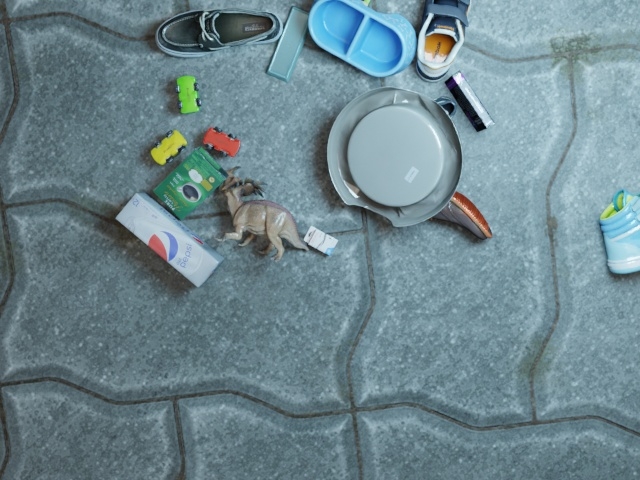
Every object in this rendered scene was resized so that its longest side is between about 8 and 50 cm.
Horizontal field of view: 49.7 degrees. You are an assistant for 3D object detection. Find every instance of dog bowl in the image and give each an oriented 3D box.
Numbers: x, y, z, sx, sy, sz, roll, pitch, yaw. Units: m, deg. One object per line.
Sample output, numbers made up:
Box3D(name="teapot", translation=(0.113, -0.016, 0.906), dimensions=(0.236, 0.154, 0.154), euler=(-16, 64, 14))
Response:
Box3D(name="dog bowl", translation=(0.100, -0.524, 1.756), dimensions=(0.297, 0.074, 0.166), euler=(29, 123, 0))
Box3D(name="dog bowl", translation=(0.195, -0.213, 1.736), dimensions=(0.348, 0.102, 0.349), euler=(7, 108, 23))

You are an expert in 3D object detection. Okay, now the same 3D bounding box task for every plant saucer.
Box3D(name="plant saucer", translation=(-0.081, -0.520, 1.827), dimensions=(0.067, 0.018, 0.192), euler=(22, 96, 0))

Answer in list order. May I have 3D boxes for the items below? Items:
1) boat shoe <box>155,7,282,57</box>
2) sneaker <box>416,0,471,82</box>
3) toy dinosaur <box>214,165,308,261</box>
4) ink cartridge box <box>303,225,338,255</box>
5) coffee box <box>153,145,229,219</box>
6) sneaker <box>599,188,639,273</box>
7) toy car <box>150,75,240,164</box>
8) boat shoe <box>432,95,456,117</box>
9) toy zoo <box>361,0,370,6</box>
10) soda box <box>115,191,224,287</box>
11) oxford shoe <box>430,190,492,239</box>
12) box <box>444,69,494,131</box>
Box3D(name="boat shoe", translation=(-0.268, -0.550, 1.778), dimensions=(0.335, 0.119, 0.121), euler=(-9, 95, 2))
Box3D(name="sneaker", translation=(0.319, -0.570, 1.758), dimensions=(0.126, 0.127, 0.321), euler=(8, 94, 2))
Box3D(name="toy dinosaur", translation=(-0.152, -0.067, 1.816), dimensions=(0.295, 0.127, 0.200), euler=(20, 91, -3))
Box3D(name="ink cartridge box", translation=(0.000, 0.000, 1.862), dimensions=(0.083, 0.028, 0.048), euler=(28, 95, 0))
Box3D(name="coffee box", translation=(-0.342, -0.150, 1.821), dimensions=(0.184, 0.040, 0.113), euler=(-40, 100, 24))
Box3D(name="sneaker", translation=(0.877, -0.058, 1.783), dimensions=(0.318, 0.127, 0.208), euler=(-21, 95, 3))
Box3D(name="toy car", translation=(-0.337, -0.321, 1.834), dimensions=(0.238, 0.053, 0.225), euler=(-7, 94, 2))
Box3D(name="boat shoe", translation=(0.243, -0.287, 1.804), dimensions=(0.254, 0.079, 0.095), euler=(-29, 101, 6))
Box3D(name="toy zoo", translation=(0.099, -0.773, 1.793), dimensions=(0.192, 0.030, 0.293), euler=(26, 95, 0))
Box3D(name="soda box", translation=(-0.397, -0.004, 1.840), dimensions=(0.286, 0.098, 0.091), euler=(40, 95, -2))
Box3D(name="oxford shoe", translation=(0.334, -0.084, 1.824), dimensions=(0.271, 0.097, 0.098), euler=(42, 112, 5))
Box3D(name="box", translation=(0.382, -0.355, 1.777), dimensions=(0.029, 0.116, 0.162), euler=(-33, 94, 3))
